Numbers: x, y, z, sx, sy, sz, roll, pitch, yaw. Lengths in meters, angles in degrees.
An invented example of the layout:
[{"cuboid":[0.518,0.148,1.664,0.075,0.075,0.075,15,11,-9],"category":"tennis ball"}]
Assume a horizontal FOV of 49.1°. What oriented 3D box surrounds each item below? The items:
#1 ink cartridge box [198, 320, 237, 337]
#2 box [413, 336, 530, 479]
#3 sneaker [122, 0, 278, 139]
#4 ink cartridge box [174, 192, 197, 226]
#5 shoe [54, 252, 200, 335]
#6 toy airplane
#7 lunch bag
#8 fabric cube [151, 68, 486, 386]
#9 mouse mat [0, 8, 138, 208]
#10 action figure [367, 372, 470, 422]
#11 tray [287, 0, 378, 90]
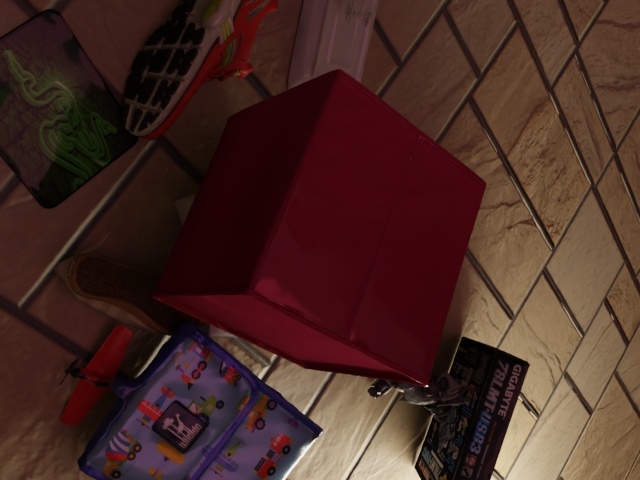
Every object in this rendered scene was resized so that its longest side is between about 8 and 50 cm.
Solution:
[{"cuboid":[-0.112,0.055,1.043,0.145,0.045,0.180,10,77,-42],"category":"ink cartridge box"},{"cuboid":[0.272,0.336,1.305,0.073,0.295,0.294,19,87,1],"category":"box"},{"cuboid":[-0.138,-0.232,0.887,0.279,0.107,0.118,-57,142,-9],"category":"sneaker"},{"cuboid":[-0.099,0.010,0.970,0.139,0.082,0.191,-24,99,-34],"category":"ink cartridge box"},{"cuboid":[-0.245,0.070,0.912,0.219,0.058,0.077,35,58,-45],"category":"shoe"},{"cuboid":[-0.273,0.190,0.925,0.151,0.028,0.151,-22,126,-33],"category":"toy airplane"},{"cuboid":[-0.175,0.258,0.963,0.221,0.138,0.293,-51,128,-11],"category":"lunch bag"},{"cuboid":[0.000,0.000,0.835,0.259,0.254,0.258,30,69,-30],"category":"fabric cube"},{"cuboid":[-0.314,-0.150,0.816,0.152,0.007,0.190,-45,128,-23],"category":"mouse mat"},{"cuboid":[0.142,0.227,1.225,0.285,0.185,0.099,50,44,-22],"category":"action figure"},{"cuboid":[0.037,-0.342,1.055,0.145,0.030,0.271,7,97,-43],"category":"tray"}]
